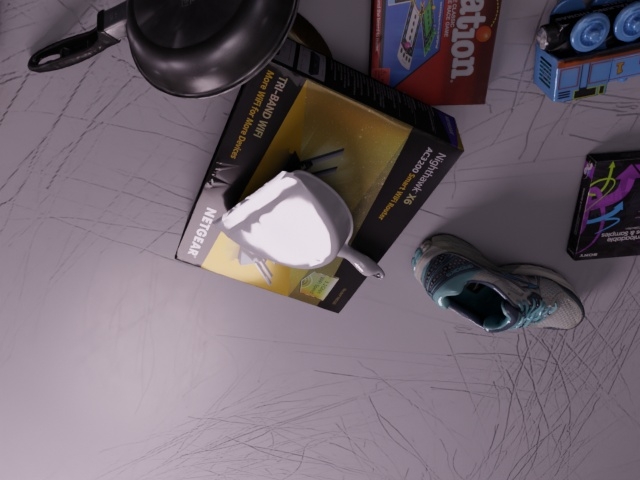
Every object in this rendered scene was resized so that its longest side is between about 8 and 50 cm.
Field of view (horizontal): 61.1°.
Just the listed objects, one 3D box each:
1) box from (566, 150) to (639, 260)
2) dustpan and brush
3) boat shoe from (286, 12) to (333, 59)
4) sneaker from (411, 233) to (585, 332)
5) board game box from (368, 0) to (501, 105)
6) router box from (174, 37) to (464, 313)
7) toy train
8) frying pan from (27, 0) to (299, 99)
[{"bbox_3d":[0.422,-0.047,0.763,0.116,0.029,0.162,-5,124,0],"label":"box"},{"bbox_3d":[0.000,0.000,0.638,0.211,0.060,0.147,41,134,-22],"label":"dustpan and brush"},{"bbox_3d":[-0.053,-0.237,0.605,0.152,0.056,0.049,35,129,-23],"label":"boat shoe"},{"bbox_3d":[0.267,0.095,0.788,0.283,0.122,0.110,17,120,-14],"label":"sneaker"},{"bbox_3d":[0.130,-0.288,0.595,0.145,0.027,0.281,-3,122,-3],"label":"board game box"},{"bbox_3d":[-0.016,-0.061,0.669,0.243,0.081,0.308,20,129,-15],"label":"router box"},{"bbox_3d":[0.338,-0.227,0.619,0.184,0.080,0.105,-12,131,1],"label":"toy train"},{"bbox_3d":[-0.173,-0.253,0.557,0.327,0.053,0.197,16,86,21],"label":"frying pan"}]
